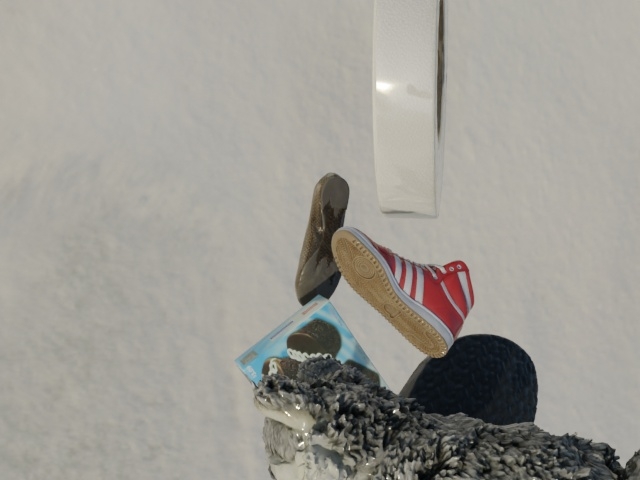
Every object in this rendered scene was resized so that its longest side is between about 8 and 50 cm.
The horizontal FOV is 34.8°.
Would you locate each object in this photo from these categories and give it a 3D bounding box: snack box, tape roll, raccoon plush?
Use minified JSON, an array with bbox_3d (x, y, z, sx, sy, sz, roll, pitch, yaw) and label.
[{"bbox_3d":[0.017,0.274,1.757,0.187,0.060,0.322,-38,111,-10],"label":"snack box"},{"bbox_3d":[0.115,-0.219,1.245,0.392,0.072,0.391,1,90,-81],"label":"tape roll"},{"bbox_3d":[0.157,0.167,0.915,0.447,0.216,0.299,-31,77,-1],"label":"raccoon plush"}]

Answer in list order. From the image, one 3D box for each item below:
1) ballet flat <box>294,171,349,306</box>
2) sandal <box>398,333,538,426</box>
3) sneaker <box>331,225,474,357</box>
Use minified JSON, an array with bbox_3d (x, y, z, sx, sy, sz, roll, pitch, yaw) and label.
[{"bbox_3d":[0.000,0.000,1.811,0.084,0.058,0.249,2,105,-27],"label":"ballet flat"},{"bbox_3d":[0.109,0.274,1.237,0.167,0.107,0.446,51,58,-9],"label":"sandal"},{"bbox_3d":[0.064,0.023,0.748,0.118,0.042,0.067,48,54,-6],"label":"sneaker"}]
